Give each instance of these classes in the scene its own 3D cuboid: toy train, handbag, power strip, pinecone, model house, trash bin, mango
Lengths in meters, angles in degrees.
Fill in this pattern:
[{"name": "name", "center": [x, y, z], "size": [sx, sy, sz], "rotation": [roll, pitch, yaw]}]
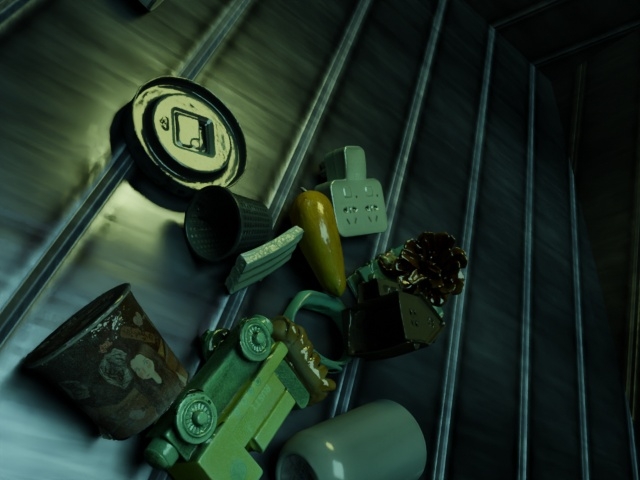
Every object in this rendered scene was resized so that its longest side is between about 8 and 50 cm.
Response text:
[{"name": "toy train", "center": [-0.181, 0.334, 1.216], "size": [0.253, 0.160, 0.397], "rotation": [55, 41, -16]}, {"name": "handbag", "center": [0.232, 0.163, 1.764], "size": [0.269, 0.100, 0.274], "rotation": [-24, 86, -48]}, {"name": "power strip", "center": [0.068, -0.136, 1.779], "size": [0.229, 0.141, 0.261], "rotation": [-8, 87, -46]}, {"name": "pinecone", "center": [0.312, 0.078, 1.682], "size": [0.229, 0.201, 0.202], "rotation": [-35, 66, -23]}, {"name": "model house", "center": [0.207, 0.208, 1.556], "size": [0.243, 0.211, 0.204], "rotation": [19, 58, -42]}, {"name": "trash bin", "center": [-0.203, -0.036, 1.410], "size": [0.161, 0.175, 0.175], "rotation": [2, 66, -58]}, {"name": "mango", "center": [0.000, 0.000, 1.585], "size": [0.176, 0.119, 0.316], "rotation": [79, -8, -80]}]

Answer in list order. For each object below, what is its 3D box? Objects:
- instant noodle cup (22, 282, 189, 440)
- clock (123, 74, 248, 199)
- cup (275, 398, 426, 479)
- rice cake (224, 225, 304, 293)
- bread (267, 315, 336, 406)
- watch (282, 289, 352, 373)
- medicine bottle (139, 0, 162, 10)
[{"name": "instant noodle cup", "center": [-0.363, 0.218, 1.063], "size": [0.207, 0.217, 0.217], "rotation": [54, 41, -16]}, {"name": "clock", "center": [-0.325, -0.250, 1.471], "size": [0.319, 0.066, 0.318], "rotation": [24, 52, -35]}, {"name": "cup", "center": [0.063, 0.485, 1.328], "size": [0.312, 0.205, 0.205], "rotation": [-3, 70, -45]}, {"name": "rice cake", "center": [-0.132, 0.046, 1.457], "size": [0.043, 0.127, 0.237], "rotation": [44, 40, 13]}, {"name": "bread", "center": [-0.057, 0.274, 1.385], "size": [0.081, 0.134, 0.225], "rotation": [-31, 93, -51]}, {"name": "watch", "center": [-0.006, 0.228, 1.519], "size": [0.237, 0.068, 0.195], "rotation": [23, 55, -40]}, {"name": "medicine bottle", "center": [-0.489, -0.720, 1.519], "size": [0.258, 0.143, 0.143], "rotation": [43, 43, -17]}]
